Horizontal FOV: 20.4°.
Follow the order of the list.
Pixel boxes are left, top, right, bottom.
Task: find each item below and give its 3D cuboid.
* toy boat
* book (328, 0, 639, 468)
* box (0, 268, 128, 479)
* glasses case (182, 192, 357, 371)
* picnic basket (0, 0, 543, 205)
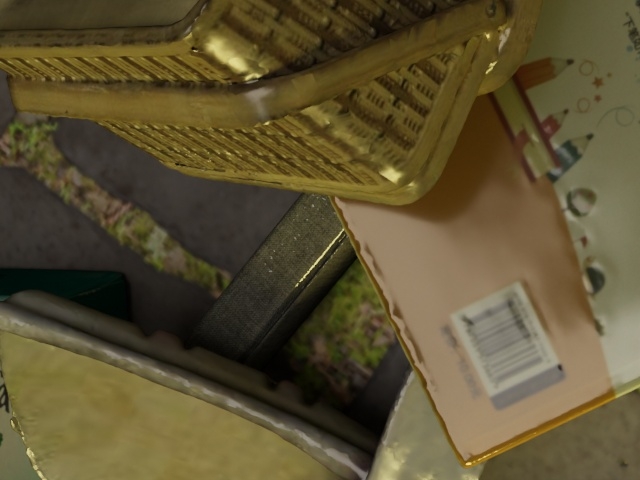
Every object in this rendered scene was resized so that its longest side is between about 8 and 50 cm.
[{"bbox_3d":[-0.037,0.150,1.049,0.293,0.111,0.276,11,129,15],"label":"toy boat"},{"bbox_3d":[0.159,-0.038,0.912,0.295,0.020,0.208,-26,83,8],"label":"book"},{"bbox_3d":[-0.248,0.098,1.166,0.244,0.092,0.153,0,100,24],"label":"box"},{"bbox_3d":[0.000,0.000,1.051,0.047,0.071,0.205,43,113,7],"label":"glasses case"},{"bbox_3d":[-0.008,-0.179,0.871,0.228,0.175,0.313,8,71,51],"label":"picnic basket"}]
